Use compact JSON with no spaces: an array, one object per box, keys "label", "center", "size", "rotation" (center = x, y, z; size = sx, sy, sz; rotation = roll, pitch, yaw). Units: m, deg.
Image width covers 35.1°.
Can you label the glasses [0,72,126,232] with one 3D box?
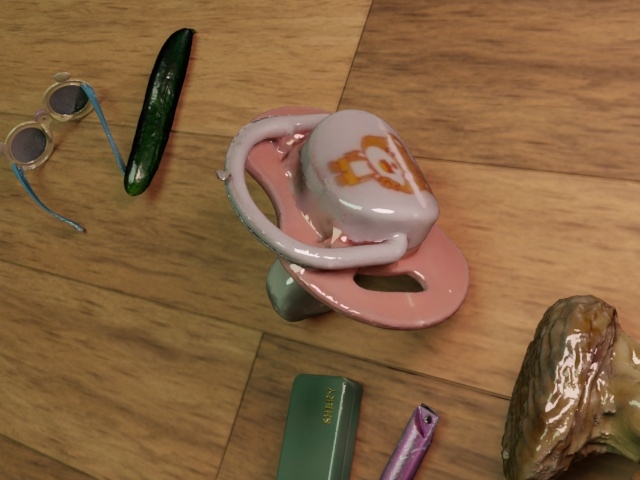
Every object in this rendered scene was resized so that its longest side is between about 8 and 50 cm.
[{"label":"glasses","center":[-0.380,-0.125,1.580],"size":[0.189,0.088,0.220],"rotation":[-45,71,13]}]

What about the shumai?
[{"label":"shumai","center":[0.255,0.152,0.934],"size":[0.153,0.161,0.209],"rotation":[15,47,12]}]

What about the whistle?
[{"label":"whistle","center":[0.079,0.257,1.078],"size":[0.033,0.033,0.176],"rotation":[27,88,41]}]

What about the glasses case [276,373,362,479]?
[{"label":"glasses case","center":[-0.005,0.245,1.141],"size":[0.078,0.039,0.184],"rotation":[-2,70,36]}]

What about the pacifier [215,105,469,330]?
[{"label":"pacifier","center":[0.026,-0.019,1.121],"size":[0.220,0.273,0.332],"rotation":[-22,54,-3]}]

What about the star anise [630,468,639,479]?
[{"label":"star anise","center":[0.342,0.196,0.833],"size":[0.168,0.168,0.057],"rotation":[-32,30,23]}]

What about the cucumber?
[{"label":"cucumber","center":[-0.240,-0.193,1.490],"size":[0.056,0.056,0.284],"rotation":[0,67,37]}]
